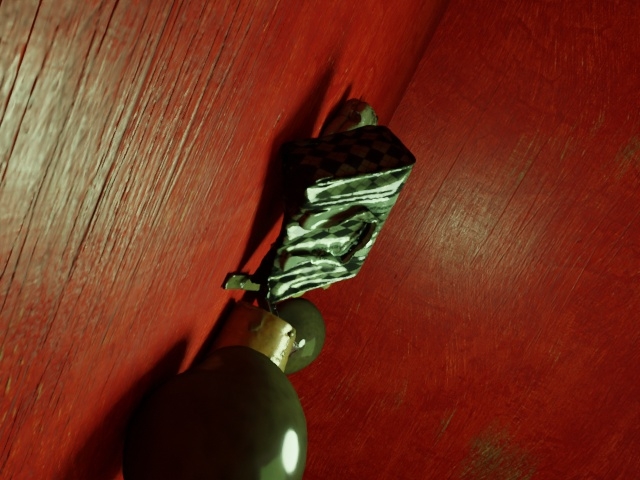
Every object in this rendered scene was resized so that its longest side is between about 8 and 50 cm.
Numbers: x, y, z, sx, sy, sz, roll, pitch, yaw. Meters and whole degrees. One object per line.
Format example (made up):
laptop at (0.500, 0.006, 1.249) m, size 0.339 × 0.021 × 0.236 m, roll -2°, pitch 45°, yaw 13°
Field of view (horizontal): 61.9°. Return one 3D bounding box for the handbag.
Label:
handbag at (0.009, -0.044, 1.244) m, size 0.316 × 0.180 × 0.416 m, roll -20°, pitch 147°, yaw -35°

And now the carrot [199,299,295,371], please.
carrot at (-0.205, 0.348, 1.385) m, size 0.224 × 0.224 × 0.341 m, roll 103°, pitch 12°, yaw -72°

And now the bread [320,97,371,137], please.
bread at (0.038, -0.233, 1.462) m, size 0.337 × 0.101 × 0.183 m, roll -64°, pitch 175°, yaw 7°

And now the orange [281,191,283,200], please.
orange at (-0.059, -0.105, 1.314) m, size 0.083 × 0.070 × 0.083 m, roll -60°, pitch 167°, yaw -25°

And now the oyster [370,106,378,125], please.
oyster at (0.126, -0.311, 1.771) m, size 0.275 × 0.100 × 0.271 m, roll -25°, pitch 125°, yaw -48°

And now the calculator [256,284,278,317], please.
calculator at (-0.164, 0.203, 1.616) m, size 0.262 × 0.021 × 0.161 m, roll 108°, pitch -34°, yaw -62°

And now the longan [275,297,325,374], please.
longan at (-0.122, 0.402, 2.249) m, size 0.350 × 0.288 × 0.288 m, roll -51°, pitch 169°, yaw -39°

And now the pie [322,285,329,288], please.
pie at (0.000, 0.000, 1.764) m, size 0.315 × 0.092 × 0.315 m, roll 179°, pitch -90°, yaw -80°

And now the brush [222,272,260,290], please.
brush at (-0.191, 0.100, 1.303) m, size 0.043 × 0.036 × 0.248 m, roll -67°, pitch 168°, yaw 0°

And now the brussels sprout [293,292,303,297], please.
brussels sprout at (-0.095, 0.094, 1.640) m, size 0.122 × 0.149 × 0.152 m, roll 66°, pitch 33°, yaw -62°

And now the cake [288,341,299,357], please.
cake at (-0.195, 0.341, 1.607) m, size 0.295 × 0.116 × 0.113 m, roll -33°, pitch -153°, yaw 28°

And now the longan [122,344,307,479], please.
longan at (-0.197, 0.412, 1.065) m, size 0.404 × 0.336 × 0.405 m, roll 15°, pitch 73°, yaw -59°
